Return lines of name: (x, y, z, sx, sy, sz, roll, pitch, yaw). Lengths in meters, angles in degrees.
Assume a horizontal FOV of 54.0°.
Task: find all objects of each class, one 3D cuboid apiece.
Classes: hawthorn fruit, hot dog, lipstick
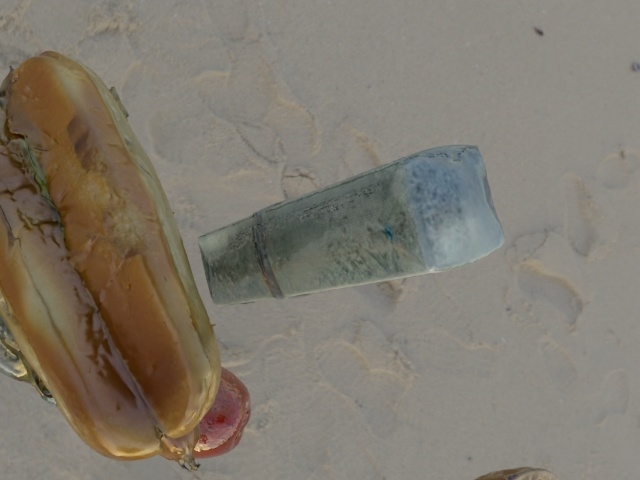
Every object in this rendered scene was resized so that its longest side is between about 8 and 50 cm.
hawthorn fruit: (-0.214, 0.301, 1.111, 0.189, 0.189, 0.189, 3, 83, -30)
hot dog: (-0.132, 0.006, 0.353, 0.109, 0.072, 0.269, -28, 76, -2)
lipstick: (0.000, 0.000, 0.464, 0.078, 0.290, 0.076, -14, 88, -34)

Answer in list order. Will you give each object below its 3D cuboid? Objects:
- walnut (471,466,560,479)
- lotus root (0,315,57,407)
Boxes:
walnut: (0.178, 0.314, 0.670, 0.211, 0.087, 0.167, 6, 94, -38)
lotus root: (-0.502, 0.139, 1.049, 0.158, 0.140, 0.322, -30, 109, 5)
